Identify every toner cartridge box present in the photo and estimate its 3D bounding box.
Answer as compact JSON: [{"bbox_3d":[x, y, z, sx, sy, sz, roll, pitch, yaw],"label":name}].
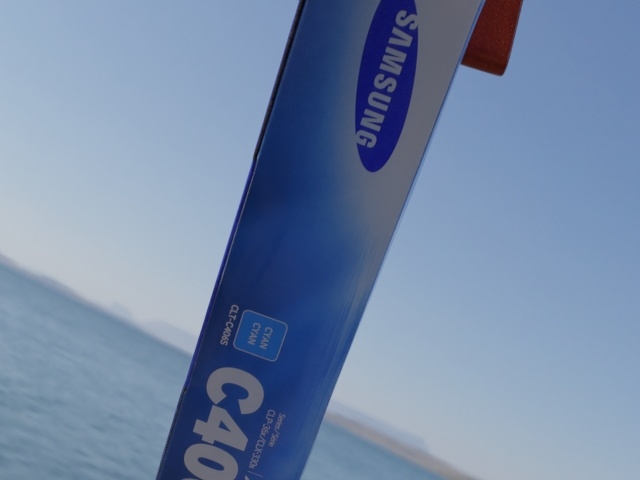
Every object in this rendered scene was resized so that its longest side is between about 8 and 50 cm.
[{"bbox_3d":[0.000,0.000,0.591,0.075,0.348,0.165,20,27,2],"label":"toner cartridge box"}]

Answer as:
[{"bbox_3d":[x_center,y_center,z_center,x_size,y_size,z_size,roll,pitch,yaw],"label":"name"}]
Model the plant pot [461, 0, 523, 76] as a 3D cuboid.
[{"bbox_3d":[0.049,-0.292,0.901,0.235,0.267,0.267,11,11,0],"label":"plant pot"}]
